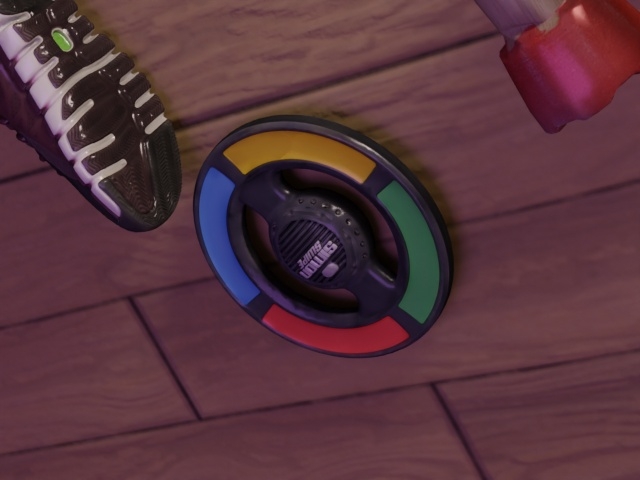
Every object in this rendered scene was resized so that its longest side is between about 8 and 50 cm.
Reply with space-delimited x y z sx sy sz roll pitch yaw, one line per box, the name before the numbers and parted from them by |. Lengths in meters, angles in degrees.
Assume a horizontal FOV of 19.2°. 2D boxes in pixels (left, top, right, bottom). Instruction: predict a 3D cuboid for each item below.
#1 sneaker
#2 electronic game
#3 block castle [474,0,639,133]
sneaker | -0.237 -0.115 1.567 0.162 0.106 0.281 -26 98 45
electronic game | 0.000 0.000 1.542 0.229 0.048 0.229 14 128 19
block castle | 0.294 -0.254 1.024 0.213 0.303 0.453 49 132 -11
